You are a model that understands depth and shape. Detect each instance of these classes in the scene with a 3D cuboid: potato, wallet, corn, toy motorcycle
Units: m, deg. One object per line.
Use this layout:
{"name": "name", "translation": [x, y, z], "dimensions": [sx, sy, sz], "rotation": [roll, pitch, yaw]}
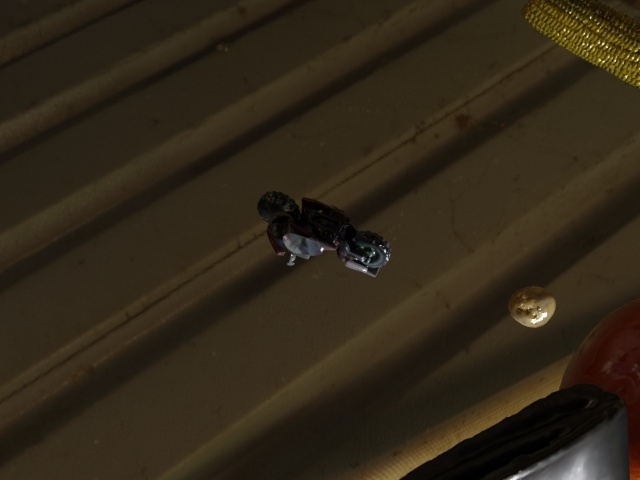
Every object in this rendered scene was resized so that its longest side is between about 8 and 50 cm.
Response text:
{"name": "potato", "translation": [0.326, 0.102, 1.096], "dimensions": [0.068, 0.083, 0.062], "rotation": [-9, -101, 30]}
{"name": "wallet", "translation": [0.174, 0.330, 0.609], "dimensions": [0.228, 0.406, 0.062], "rotation": [-23, -154, -19]}
{"name": "corn", "translation": [0.351, -0.258, 0.899], "dimensions": [0.203, 0.072, 0.072], "rotation": [30, -119, 5]}
{"name": "toy motorcycle", "translation": [0.000, 0.001, 1.089], "dimensions": [0.213, 0.122, 0.082], "rotation": [24, -119, 5]}

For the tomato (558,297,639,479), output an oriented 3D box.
{"name": "tomato", "translation": [0.442, 0.200, 0.793], "dimensions": [0.342, 0.341, 0.272], "rotation": [14, -121, 16]}
